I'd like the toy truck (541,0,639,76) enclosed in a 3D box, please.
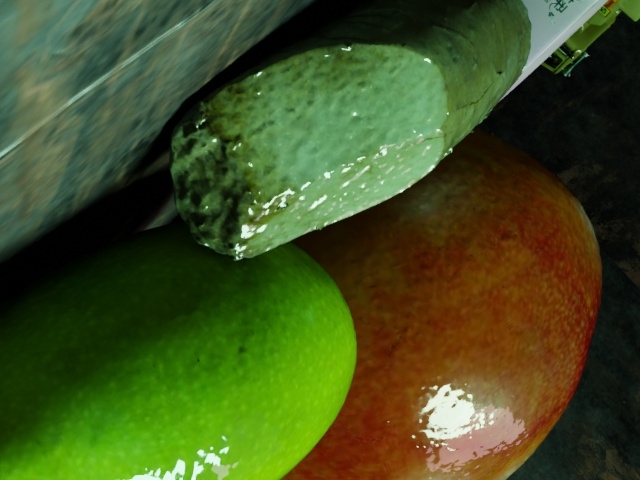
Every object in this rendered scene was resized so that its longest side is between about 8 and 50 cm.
[{"bbox_3d":[0.256,-0.249,1.312,0.127,0.127,0.257,-44,-178,-28],"label":"toy truck"}]

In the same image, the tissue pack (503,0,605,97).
[{"bbox_3d":[0.157,-0.185,1.055,0.148,0.092,0.246,-40,178,-38],"label":"tissue pack"}]

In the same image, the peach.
[{"bbox_3d":[0.057,0.049,0.963,0.332,0.307,0.308,-26,174,-15],"label":"peach"}]

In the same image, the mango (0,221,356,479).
[{"bbox_3d":[-0.095,0.080,0.644,0.192,0.156,0.343,-26,-178,24],"label":"mango"}]

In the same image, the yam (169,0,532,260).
[{"bbox_3d":[0.027,-0.077,0.681,0.106,0.106,0.259,-44,179,40],"label":"yam"}]
